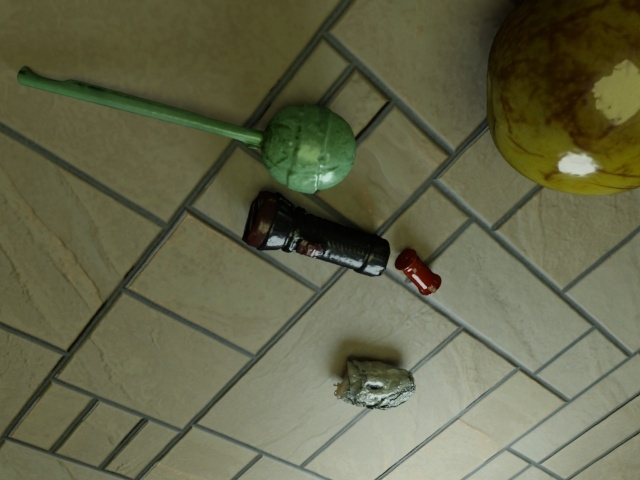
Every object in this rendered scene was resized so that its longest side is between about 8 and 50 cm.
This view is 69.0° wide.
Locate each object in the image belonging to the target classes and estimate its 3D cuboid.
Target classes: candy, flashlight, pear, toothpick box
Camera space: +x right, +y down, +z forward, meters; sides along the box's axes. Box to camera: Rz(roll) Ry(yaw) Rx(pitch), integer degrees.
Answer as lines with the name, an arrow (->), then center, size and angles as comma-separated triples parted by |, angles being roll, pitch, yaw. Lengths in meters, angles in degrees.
candy -> -0.167, -0.156, 0.614 | 0.440, 0.119, 0.119 | 12, 117, -7
flashlight -> 0.000, 0.000, 0.726 | 0.232, 0.093, 0.093 | 20, 115, -19
pear -> 0.339, -0.188, 0.565 | 0.281, 0.280, 0.280 | -4, 120, -7
toothpick box -> 0.167, 0.054, 0.803 | 0.047, 0.047, 0.083 | -40, 117, 14

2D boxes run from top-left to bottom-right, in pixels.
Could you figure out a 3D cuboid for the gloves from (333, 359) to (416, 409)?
gloves -> 0.110, 0.293, 0.917 | 0.153, 0.070, 0.114 | 13, 116, -18
